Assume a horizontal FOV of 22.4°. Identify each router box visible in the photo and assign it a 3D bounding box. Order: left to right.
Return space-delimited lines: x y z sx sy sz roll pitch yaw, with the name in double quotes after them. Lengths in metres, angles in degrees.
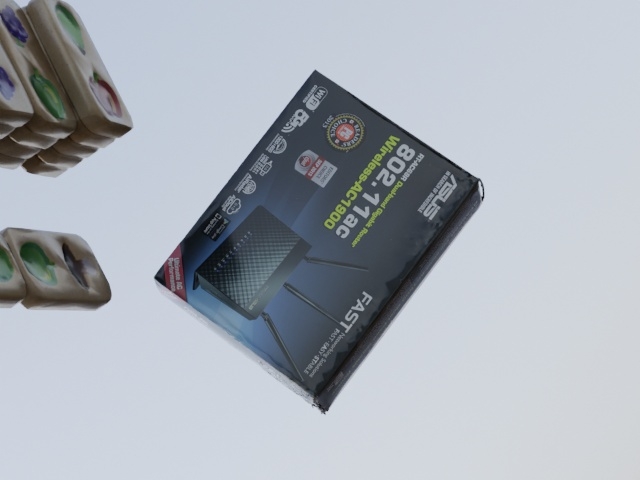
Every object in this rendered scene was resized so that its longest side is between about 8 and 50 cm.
0.000 0.000 0.710 0.122 0.092 0.038 -53 -16 -7 "router box"

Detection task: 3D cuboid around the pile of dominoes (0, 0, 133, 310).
-0.146 -0.073 0.509 0.040 0.196 0.251 -31 -14 16 "pile of dominoes"
